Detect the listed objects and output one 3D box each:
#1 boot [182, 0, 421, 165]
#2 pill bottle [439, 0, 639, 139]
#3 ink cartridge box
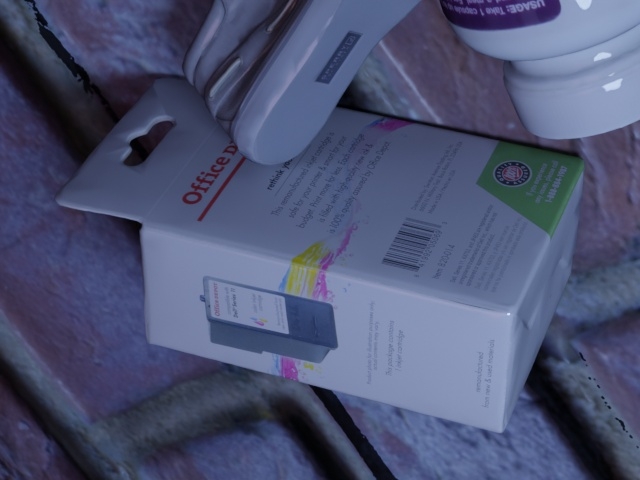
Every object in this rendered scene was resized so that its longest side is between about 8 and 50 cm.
[{"bbox_3d":[-0.007,-0.187,1.257,0.258,0.095,0.123,-51,59,16],"label":"boot"},{"bbox_3d":[0.140,-0.224,1.118,0.169,0.169,0.301,-9,119,28],"label":"pill bottle"},{"bbox_3d":[0.000,0.000,1.311,0.353,0.207,0.119,14,129,16],"label":"ink cartridge box"}]
